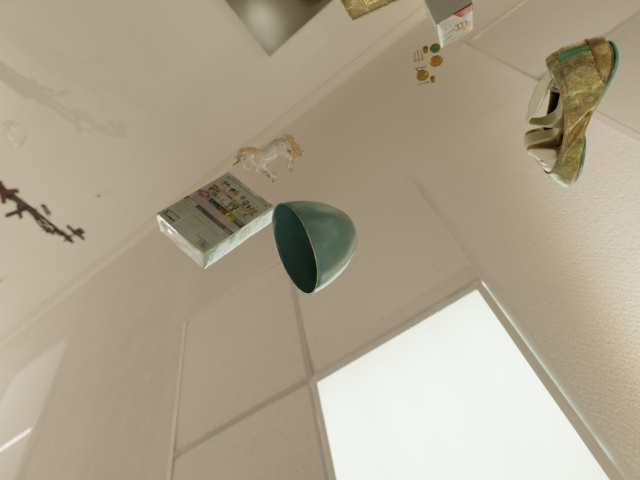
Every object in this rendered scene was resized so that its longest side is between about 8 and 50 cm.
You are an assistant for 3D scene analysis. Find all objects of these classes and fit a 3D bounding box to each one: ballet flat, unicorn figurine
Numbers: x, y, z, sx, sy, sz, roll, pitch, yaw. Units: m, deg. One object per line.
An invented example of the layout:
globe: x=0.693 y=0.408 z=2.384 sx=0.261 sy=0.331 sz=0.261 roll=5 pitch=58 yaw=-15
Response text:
ballet flat: x=0.455 y=-0.222 z=0.781 sx=0.123 sy=0.348 sz=0.123 roll=-9 pitch=-122 yaw=14
unicorn figurine: x=-0.121 y=-0.187 z=0.920 sx=0.162 sy=0.111 sz=0.060 roll=-43 pitch=-138 yaw=-11

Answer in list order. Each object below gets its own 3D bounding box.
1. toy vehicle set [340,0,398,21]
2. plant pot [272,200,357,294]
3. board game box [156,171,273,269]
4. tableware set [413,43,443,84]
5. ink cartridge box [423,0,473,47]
toy vehicle set: x=0.181 y=-0.933 z=1.492 sx=0.266 sy=0.166 sz=0.035 roll=4 pitch=-122 yaw=45
plant pot: x=0.000 y=0.000 z=1.266 sx=0.195 sy=0.290 sz=0.290 roll=-18 pitch=-153 yaw=-25
board game box: x=-0.341 y=-0.075 z=1.340 sx=0.224 sy=0.097 sz=0.303 roll=38 pitch=-126 yaw=17
tableware set: x=0.400 y=-0.650 z=1.495 sx=0.104 sy=0.154 sz=0.024 roll=-5 pitch=-125 yaw=19
ink cartridge box: x=0.446 y=-0.792 z=1.408 sx=0.128 sy=0.176 sz=0.127 roll=-24 pitch=-99 yaw=20
